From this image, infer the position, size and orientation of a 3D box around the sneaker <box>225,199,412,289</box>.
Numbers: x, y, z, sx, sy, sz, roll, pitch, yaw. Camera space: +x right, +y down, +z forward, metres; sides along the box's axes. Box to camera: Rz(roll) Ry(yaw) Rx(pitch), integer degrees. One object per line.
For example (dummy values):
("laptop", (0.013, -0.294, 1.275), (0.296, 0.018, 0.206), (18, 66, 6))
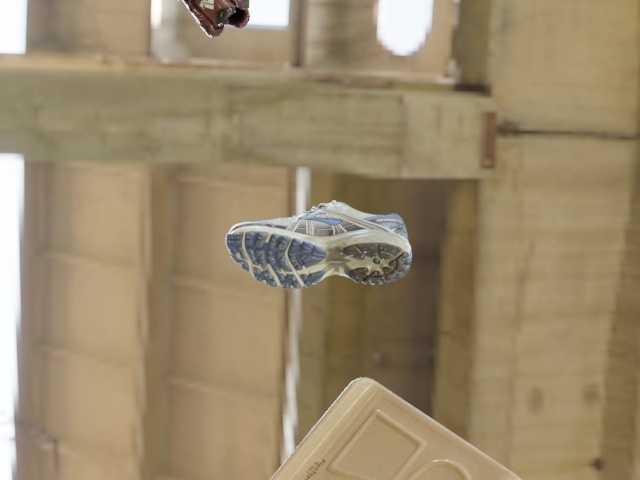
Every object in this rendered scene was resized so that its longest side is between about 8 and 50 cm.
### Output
("sneaker", (0.000, 0.000, 1.292), (0.058, 0.135, 0.052), (-80, 172, -50))

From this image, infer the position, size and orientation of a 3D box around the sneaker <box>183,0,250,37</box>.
("sneaker", (-0.161, -0.338, 2.135), (0.106, 0.281, 0.162), (-39, -122, 15))

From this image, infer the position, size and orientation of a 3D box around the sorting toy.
("sorting toy", (0.051, 0.240, 1.539), (0.208, 0.038, 0.193), (32, -103, 38))
